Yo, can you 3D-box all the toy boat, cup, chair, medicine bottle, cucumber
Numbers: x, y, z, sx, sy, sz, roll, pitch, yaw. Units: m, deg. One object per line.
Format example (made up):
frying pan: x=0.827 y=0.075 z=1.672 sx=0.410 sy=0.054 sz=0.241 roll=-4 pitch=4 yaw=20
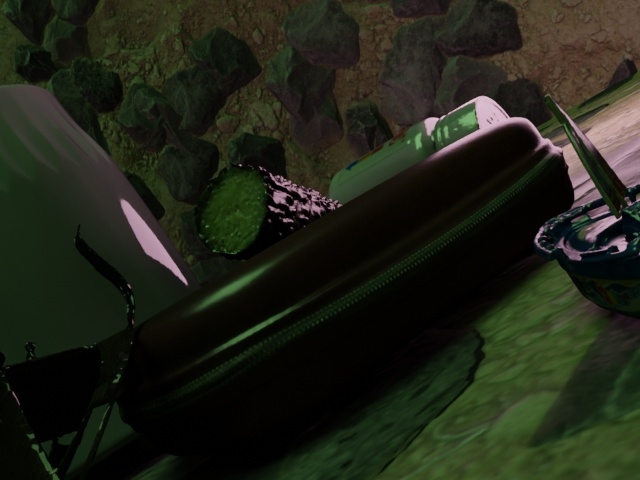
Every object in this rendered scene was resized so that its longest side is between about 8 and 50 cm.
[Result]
toy boat: x=0.140 y=-0.025 z=0.363 sx=0.091 sy=0.110 sz=0.175 roll=-30 pitch=0 yaw=-6
cup: x=-0.264 y=0.053 z=0.766 sx=0.253 sy=0.371 sz=0.253 roll=-32 pitch=-5 yaw=-3
chair: x=-0.175 y=0.106 z=0.466 sx=0.149 sy=0.213 sz=0.174 roll=-6 pitch=-46 yaw=-51
medicine bottle: x=0.146 y=-0.082 z=1.054 sx=0.254 sy=0.152 sz=0.152 roll=-27 pitch=3 yaw=34
cucumber: x=0.000 y=0.000 z=0.855 sx=0.096 sy=0.096 sz=0.359 roll=-29 pitch=-22 yaw=20

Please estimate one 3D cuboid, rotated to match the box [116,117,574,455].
box: x=0.026 y=0.029 z=0.611 sx=0.404 sy=0.108 sz=0.263 roll=-31 pitch=1 yaw=-32
